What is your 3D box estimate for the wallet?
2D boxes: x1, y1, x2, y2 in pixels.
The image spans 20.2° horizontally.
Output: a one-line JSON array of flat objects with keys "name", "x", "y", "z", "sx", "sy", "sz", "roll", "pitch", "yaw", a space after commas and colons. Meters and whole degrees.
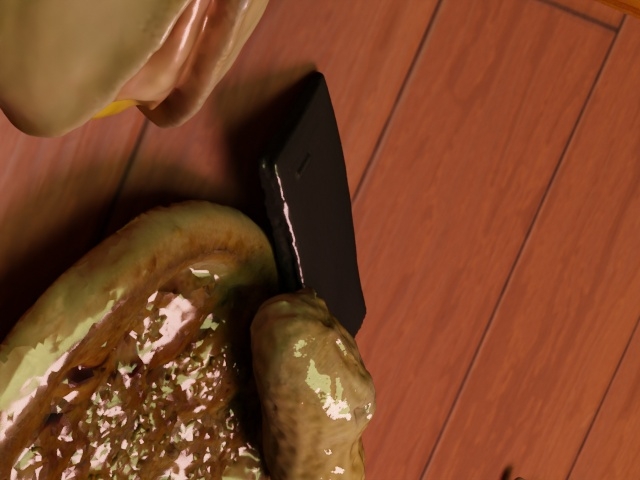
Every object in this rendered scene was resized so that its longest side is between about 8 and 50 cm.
[{"name": "wallet", "x": 0.001, "y": 0.000, "z": 1.402, "sx": 0.124, "sy": 0.025, "sz": 0.244, "roll": -63, "pitch": 150, "yaw": -46}]

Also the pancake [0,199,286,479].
[{"name": "pancake", "x": -0.143, "y": 0.159, "z": 1.335, "sx": 0.382, "sy": 0.071, "sz": 0.382, "roll": -31, "pitch": 134, "yaw": -39}]

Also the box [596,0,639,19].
[{"name": "box", "x": 0.183, "y": -0.270, "z": 1.264, "sx": 0.174, "sy": 0.274, "sz": 0.076, "roll": -47, "pitch": 140, "yaw": -14}]

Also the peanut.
[{"name": "peanut", "x": -0.008, "y": 0.130, "z": 1.368, "sx": 0.099, "sy": 0.099, "sz": 0.214, "roll": -28, "pitch": 137, "yaw": -32}]

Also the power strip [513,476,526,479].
[{"name": "power strip", "x": 0.175, "y": 0.392, "z": 1.841, "sx": 0.098, "sy": 0.058, "sz": 0.338, "roll": -8, "pitch": 119, "yaw": -43}]

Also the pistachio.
[{"name": "pistachio", "x": -0.109, "y": -0.205, "z": 1.039, "sx": 0.230, "sy": 0.230, "sz": 0.309, "roll": -10, "pitch": 129, "yaw": -43}]
